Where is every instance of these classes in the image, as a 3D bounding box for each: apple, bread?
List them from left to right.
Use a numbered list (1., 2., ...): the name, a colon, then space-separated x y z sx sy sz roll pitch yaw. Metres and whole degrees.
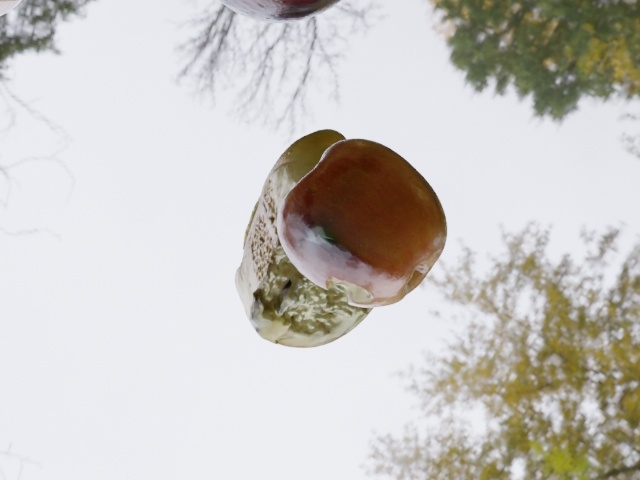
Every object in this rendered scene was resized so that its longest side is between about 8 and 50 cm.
1. bread: 0.000 0.000 1.455 0.211 0.316 0.270 18 -163 -20
2. apple: 0.050 -0.014 1.066 0.199 0.199 0.199 18 -149 -11

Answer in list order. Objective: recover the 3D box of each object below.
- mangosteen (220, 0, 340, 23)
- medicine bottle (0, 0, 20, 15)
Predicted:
1. mangosteen: -0.063 -0.354 0.972 0.261 0.235 0.236 23 -152 -24
2. medicine bottle: -0.351 -0.276 0.871 0.112 0.149 0.222 -13 -170 26
